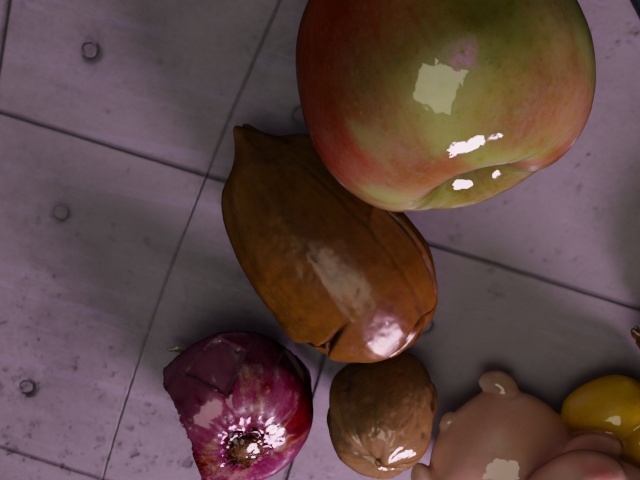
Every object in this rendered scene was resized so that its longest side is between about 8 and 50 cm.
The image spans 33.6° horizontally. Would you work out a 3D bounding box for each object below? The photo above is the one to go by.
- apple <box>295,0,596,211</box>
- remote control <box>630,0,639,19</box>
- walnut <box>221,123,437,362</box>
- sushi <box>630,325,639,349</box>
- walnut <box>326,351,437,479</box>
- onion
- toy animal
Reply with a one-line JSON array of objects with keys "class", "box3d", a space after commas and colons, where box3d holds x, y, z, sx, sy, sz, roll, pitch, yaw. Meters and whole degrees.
[{"class": "apple", "box3d": [0.124, -0.187, 1.112, 0.319, 0.319, 0.277, -21, 78, 16]}, {"class": "remote control", "box3d": [0.468, -0.167, 1.203, 0.107, 0.044, 0.377, -29, 105, 14]}, {"class": "walnut", "box3d": [0.000, 0.000, 1.254, 0.209, 0.209, 0.336, -37, 91, 19]}, {"class": "sushi", "box3d": [0.529, 0.234, 1.243, 0.207, 0.234, 0.349, -26, 72, 23]}, {"class": "walnut", "box3d": [0.075, 0.220, 1.346, 0.149, 0.166, 0.166, 28, 113, -19]}, {"class": "onion", "box3d": [-0.097, 0.214, 1.368, 0.200, 0.200, 0.207, -14, 96, 13]}, {"class": "toy animal", "box3d": [0.312, 0.308, 1.299, 0.345, 0.247, 0.277, 29, 110, -3]}]
